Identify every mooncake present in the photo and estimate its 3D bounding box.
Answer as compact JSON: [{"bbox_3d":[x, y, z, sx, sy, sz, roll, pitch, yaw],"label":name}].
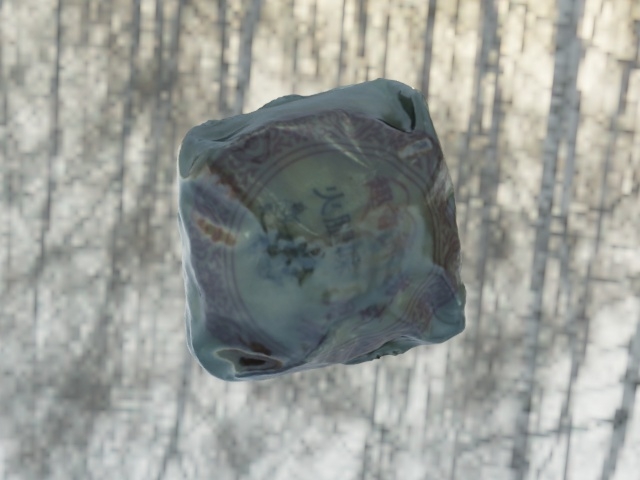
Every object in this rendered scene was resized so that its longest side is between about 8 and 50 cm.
[{"bbox_3d":[0.000,0.000,0.821,0.130,0.125,0.073,-14,-164,-19],"label":"mooncake"}]
